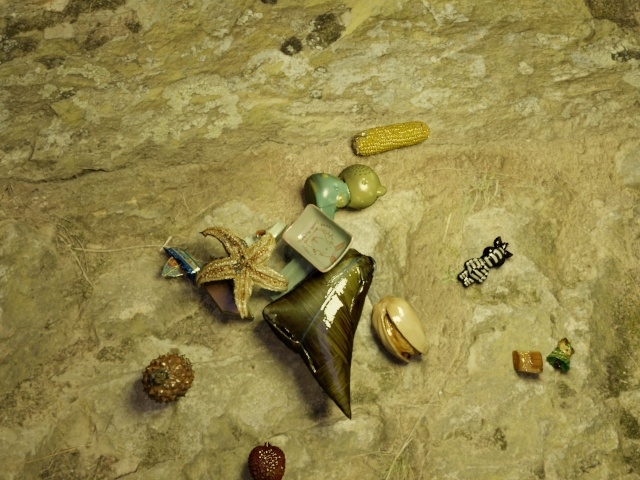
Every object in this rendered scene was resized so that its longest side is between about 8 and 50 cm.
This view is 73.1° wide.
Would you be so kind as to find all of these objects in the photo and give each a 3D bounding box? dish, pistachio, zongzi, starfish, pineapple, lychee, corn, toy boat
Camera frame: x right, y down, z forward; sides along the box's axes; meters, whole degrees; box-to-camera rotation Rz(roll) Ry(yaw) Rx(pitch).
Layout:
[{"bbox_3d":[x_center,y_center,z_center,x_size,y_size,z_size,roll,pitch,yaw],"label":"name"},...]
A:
[{"bbox_3d":[0.000,0.000,1.388,0.212,0.077,0.151,39,87,29],"label":"dish"},{"bbox_3d":[0.265,0.295,1.440,0.157,0.157,0.229,-31,86,-8],"label":"pistachio"},{"bbox_3d":[0.092,0.271,1.371,0.403,0.208,0.432,-38,65,-11],"label":"zongzi"},{"bbox_3d":[-0.260,0.097,1.390,0.303,0.113,0.312,-10,78,-11],"label":"starfish"},{"bbox_3d":[-0.480,0.429,1.356,0.166,0.193,0.166,1,74,-2],"label":"pineapple"},{"bbox_3d":[-0.163,0.698,1.344,0.123,0.123,0.129,-21,67,-6],"label":"lychee"},{"bbox_3d":[0.261,-0.385,1.603,0.293,0.106,0.106,-15,79,-7],"label":"corn"},{"bbox_3d":[-0.494,0.088,1.481,0.175,0.091,0.110,44,64,12],"label":"toy boat"}]

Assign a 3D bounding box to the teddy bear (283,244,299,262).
[{"bbox_3d":[-0.041,0.000,1.504,0.133,0.111,0.213,44,79,11],"label":"teddy bear"}]

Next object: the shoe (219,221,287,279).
[{"bbox_3d":[-0.238,0.012,1.505,0.110,0.095,0.265,41,82,8],"label":"shoe"}]

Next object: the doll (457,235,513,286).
[{"bbox_3d":[0.581,0.079,1.528,0.219,0.067,0.091,-37,85,-3],"label":"doll"}]

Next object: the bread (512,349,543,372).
[{"bbox_3d":[0.698,0.406,1.455,0.083,0.076,0.070,1,81,0],"label":"bread"}]

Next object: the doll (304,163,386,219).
[{"bbox_3d":[0.084,-0.176,1.509,0.261,0.161,0.177,-14,34,-16],"label":"doll"}]

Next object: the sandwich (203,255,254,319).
[{"bbox_3d":[-0.326,0.179,1.466,0.096,0.094,0.258,-35,79,-13],"label":"sandwich"}]

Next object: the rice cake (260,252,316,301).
[{"bbox_3d":[-0.105,0.124,1.472,0.226,0.040,0.085,-42,82,13],"label":"rice cake"}]

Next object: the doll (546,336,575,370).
[{"bbox_3d":[0.820,0.387,1.481,0.078,0.077,0.113,51,49,-16],"label":"doll"}]
